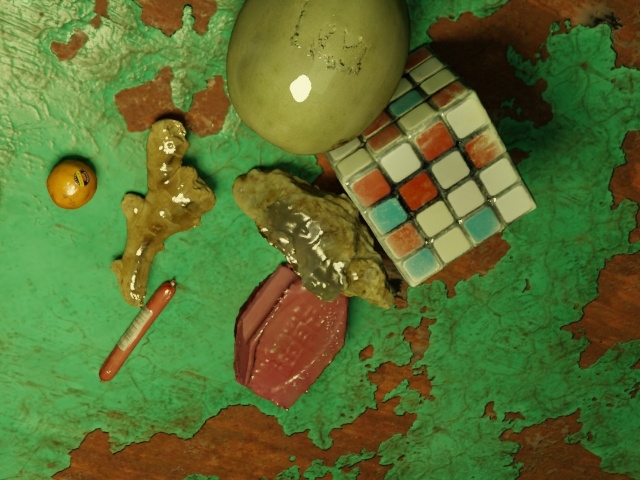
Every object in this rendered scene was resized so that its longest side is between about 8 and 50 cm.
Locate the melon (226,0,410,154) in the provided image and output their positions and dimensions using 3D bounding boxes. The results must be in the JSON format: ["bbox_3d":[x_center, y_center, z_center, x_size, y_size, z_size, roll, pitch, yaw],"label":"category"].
[{"bbox_3d":[0.001,-0.294,1.538,0.268,0.268,0.330,27,99,-28],"label":"melon"}]

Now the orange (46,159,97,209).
[{"bbox_3d":[-0.405,-0.090,1.645,0.083,0.083,0.084,-7,121,-12],"label":"orange"}]

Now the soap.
[{"bbox_3d":[-0.050,0.158,1.876,0.182,0.112,0.289,29,106,-31],"label":"soap"}]

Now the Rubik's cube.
[{"bbox_3d":[0.164,-0.128,1.684,0.253,0.259,0.256,-32,121,6],"label":"Rubik's cube"}]

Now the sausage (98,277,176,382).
[{"bbox_3d":[-0.334,0.166,1.840,0.034,0.034,0.253,30,107,-28],"label":"sausage"}]

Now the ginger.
[{"bbox_3d":[-0.271,-0.042,1.710,0.148,0.081,0.334,21,110,-21],"label":"ginger"}]

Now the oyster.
[{"bbox_3d":[-0.003,0.003,1.738,0.166,0.110,0.341,-34,96,17],"label":"oyster"}]
